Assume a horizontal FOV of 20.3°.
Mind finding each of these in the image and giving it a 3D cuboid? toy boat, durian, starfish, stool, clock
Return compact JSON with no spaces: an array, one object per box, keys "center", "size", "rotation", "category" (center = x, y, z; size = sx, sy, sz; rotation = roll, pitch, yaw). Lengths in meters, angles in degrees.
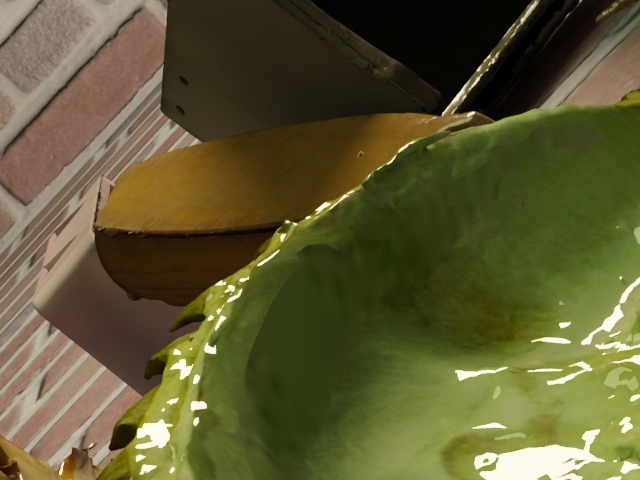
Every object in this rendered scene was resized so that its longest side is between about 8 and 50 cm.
[{"center":[0.000,0.000,0.925],"size":[0.321,0.121,0.089],"rotation":[-6,52,46],"category":"toy boat"},{"center":[0.057,0.049,0.570],"size":[0.198,0.163,0.394],"rotation":[-30,16,47],"category":"durian"},{"center":[0.197,-0.155,1.034],"size":[0.092,0.016,0.086],"rotation":[-40,12,9],"category":"starfish"},{"center":[0.048,-0.159,1.023],"size":[0.244,0.170,0.270],"rotation":[-52,-6,-17],"category":"stool"},{"center":[-0.108,0.041,1.149],"size":[0.063,0.150,0.197],"rotation":[-49,12,6],"category":"clock"}]

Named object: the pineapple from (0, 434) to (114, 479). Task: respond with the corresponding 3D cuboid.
[{"center":[-0.179,0.203,0.571],"size":[0.286,0.209,0.344],"rotation":[-44,-2,8],"category":"pineapple"}]
